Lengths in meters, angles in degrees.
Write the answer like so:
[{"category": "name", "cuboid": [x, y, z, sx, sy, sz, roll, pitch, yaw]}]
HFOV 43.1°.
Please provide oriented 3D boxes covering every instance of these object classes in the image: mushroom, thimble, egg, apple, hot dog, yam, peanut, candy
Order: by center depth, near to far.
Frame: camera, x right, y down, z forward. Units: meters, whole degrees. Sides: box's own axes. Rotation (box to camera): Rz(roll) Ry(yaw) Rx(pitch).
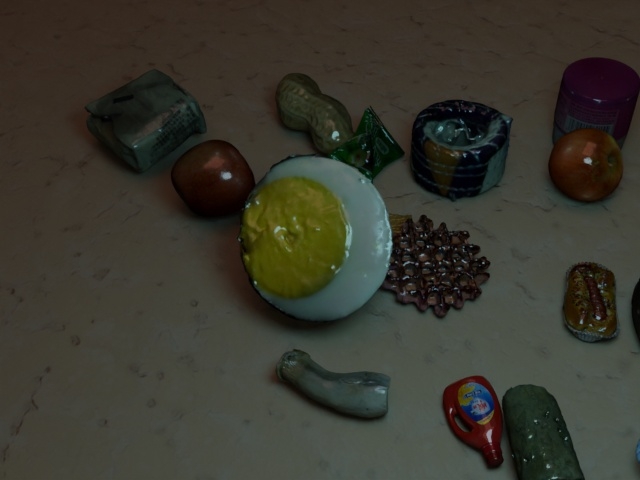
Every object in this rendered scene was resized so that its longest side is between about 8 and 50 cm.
[{"category": "yam", "cuboid": [0.372, 0.345, 1.371, 0.107, 0.107, 0.194, -6, 45, -1]}, {"category": "mushroom", "cuboid": [0.022, 0.264, 1.496, 0.223, 0.081, 0.092, 12, 67, 18]}, {"category": "hot dog", "cuboid": [0.535, 0.119, 1.606, 0.108, 0.059, 0.191, 9, 46, 7]}, {"category": "egg", "cuboid": [0.000, 0.000, 1.651, 0.337, 0.201, 0.337, -1, 86, 10]}, {"category": "apple", "cuboid": [0.589, -0.169, 1.805, 0.139, 0.163, 0.163, -1, 39, 44]}, {"category": "apple", "cuboid": [-0.238, -0.136, 1.826, 0.168, 0.181, 0.181, -31, 51, -12]}, {"category": "thimble", "cuboid": [0.326, -0.216, 1.873, 0.237, 0.150, 0.237, -2, 45, 2]}, {"category": "candy", "cuboid": [0.109, -0.210, 1.907, 0.078, 0.141, 0.203, -9, 32, 44]}, {"category": "peanut", "cuboid": [-0.016, -0.310, 2.012, 0.136, 0.120, 0.298, -43, 55, -2]}]

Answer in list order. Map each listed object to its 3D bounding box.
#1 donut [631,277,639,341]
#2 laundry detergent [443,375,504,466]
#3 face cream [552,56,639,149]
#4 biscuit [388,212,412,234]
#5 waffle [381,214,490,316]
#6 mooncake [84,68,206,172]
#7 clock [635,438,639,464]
[{"category": "donut", "cuboid": [0.779, 0.103, 1.549, 0.345, 0.136, 0.259, 7, 51, 9]}, {"category": "laundry detergent", "cuboid": [0.278, 0.324, 1.438, 0.097, 0.049, 0.165, -21, 48, 8]}, {"category": "face cream", "cuboid": [0.638, -0.301, 1.895, 0.175, 0.195, 0.175, -1, 47, 1]}, {"category": "biscuit", "cuboid": [0.085, -0.022, 1.788, 0.224, 0.033, 0.144, 7, 52, 10]}, {"category": "waffle", "cuboid": [0.232, 0.053, 1.685, 0.234, 0.055, 0.221, 31, 60, 24]}, {"category": "mooncake", "cuboid": [-0.426, -0.295, 2.017, 0.254, 0.136, 0.250, -35, 52, -19]}, {"category": "clock", "cuboid": [0.629, 0.372, 1.334, 0.195, 0.100, 0.194, -27, 47, -23]}]
